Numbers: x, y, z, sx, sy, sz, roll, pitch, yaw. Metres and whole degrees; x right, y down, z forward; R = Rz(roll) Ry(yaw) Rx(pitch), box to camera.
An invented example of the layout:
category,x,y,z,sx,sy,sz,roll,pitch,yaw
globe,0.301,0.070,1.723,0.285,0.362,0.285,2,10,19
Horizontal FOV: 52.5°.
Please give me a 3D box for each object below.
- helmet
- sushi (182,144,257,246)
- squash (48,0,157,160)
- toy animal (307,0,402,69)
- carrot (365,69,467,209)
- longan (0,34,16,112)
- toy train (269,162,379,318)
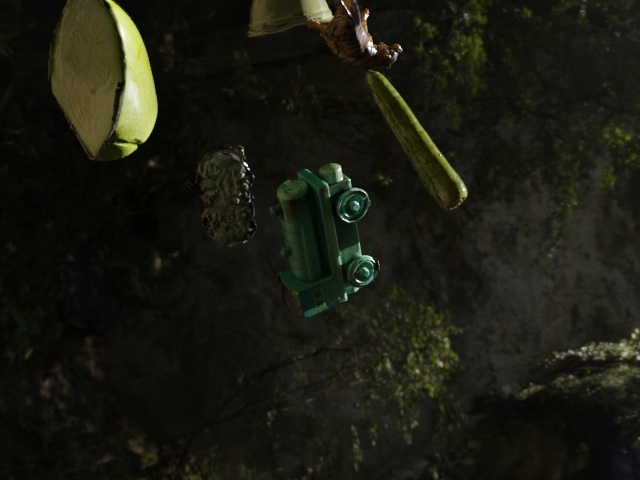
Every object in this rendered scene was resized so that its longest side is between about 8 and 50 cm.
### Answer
category,x,y,z,sx,sy,sz,roll,pitch,yaw
helmet,-0.071,-0.603,1.639,0.204,0.257,0.137,-145,-137,-63
sushi,-0.215,-0.093,1.404,0.115,0.147,0.212,-132,-149,-69
squash,-0.425,-0.321,1.231,0.233,0.210,0.309,60,-9,8
toy animal,0.043,-0.377,1.105,0.116,0.114,0.255,56,8,23
carrot,0.192,-0.220,1.377,0.358,0.074,0.074,58,-33,14
longan,-0.696,-0.316,1.225,0.215,0.246,0.246,61,-34,25
toy train,0.000,0.000,1.283,0.120,0.194,0.298,41,-32,52
